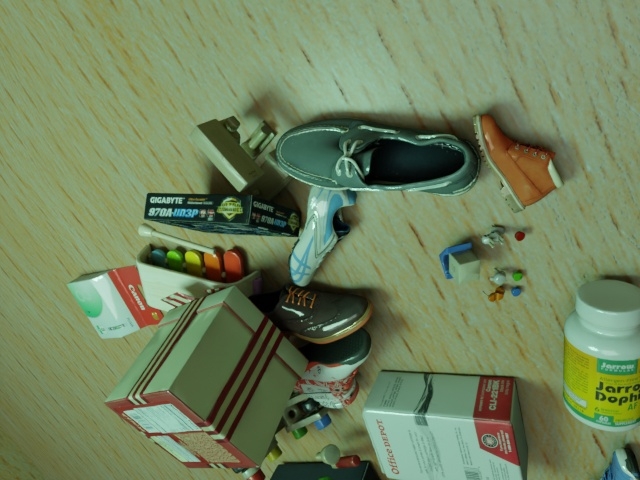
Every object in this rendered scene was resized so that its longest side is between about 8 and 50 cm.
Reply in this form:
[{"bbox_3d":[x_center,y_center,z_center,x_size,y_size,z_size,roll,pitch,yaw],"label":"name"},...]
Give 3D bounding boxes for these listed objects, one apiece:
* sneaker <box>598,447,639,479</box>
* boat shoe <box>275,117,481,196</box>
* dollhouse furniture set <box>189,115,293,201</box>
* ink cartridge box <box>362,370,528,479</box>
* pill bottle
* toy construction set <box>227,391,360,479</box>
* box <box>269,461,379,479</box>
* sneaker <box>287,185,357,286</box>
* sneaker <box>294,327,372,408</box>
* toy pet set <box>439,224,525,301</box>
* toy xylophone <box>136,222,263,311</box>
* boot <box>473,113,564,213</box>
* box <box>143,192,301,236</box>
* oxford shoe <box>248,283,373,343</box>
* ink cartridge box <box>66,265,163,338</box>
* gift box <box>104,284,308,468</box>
[{"bbox_3d":[0.529,0.456,0.844,0.081,0.080,0.211,-3,115,24],"label":"sneaker"},{"bbox_3d":[0.071,-0.128,0.698,0.319,0.099,0.116,10,93,17],"label":"boat shoe"},{"bbox_3d":[-0.143,-0.119,0.799,0.144,0.151,0.123,48,127,-3],"label":"dollhouse furniture set"},{"bbox_3d":[0.242,0.369,0.914,0.272,0.114,0.197,-6,116,28],"label":"ink cartridge box"},{"bbox_3d":[0.427,0.168,0.704,0.117,0.117,0.209,1,118,26],"label":"pill bottle"},{"bbox_3d":[-0.091,0.464,1.100,0.308,0.258,0.237,33,145,-5],"label":"toy construction set"},{"bbox_3d":[0.036,0.726,1.182,0.296,0.183,0.294,-18,110,31],"label":"box"},{"bbox_3d":[0.000,0.000,0.841,0.086,0.085,0.237,23,129,6],"label":"sneaker"},{"bbox_3d":[0.044,0.260,0.949,0.145,0.090,0.270,39,135,-20],"label":"sneaker"},{"bbox_3d":[0.258,0.035,0.762,0.114,0.065,0.122,-12,120,-6],"label":"toy pet set"},{"bbox_3d":[-0.273,0.077,1.020,0.322,0.081,0.236,19,125,16],"label":"toy xylophone"},{"bbox_3d":[0.272,-0.120,0.655,0.084,0.059,0.158,-27,112,32],"label":"boot"},{"bbox_3d":[-0.170,-0.043,0.845,0.220,0.175,0.051,3,85,25],"label":"box"},{"bbox_3d":[-0.030,0.134,0.912,0.271,0.097,0.098,-12,128,31],"label":"oxford shoe"},{"bbox_3d":[-0.525,0.164,1.217,0.224,0.056,0.181,-9,114,32],"label":"ink cartridge box"},{"bbox_3d":[-0.216,0.244,0.890,0.276,0.258,0.255,-16,121,36],"label":"gift box"}]
